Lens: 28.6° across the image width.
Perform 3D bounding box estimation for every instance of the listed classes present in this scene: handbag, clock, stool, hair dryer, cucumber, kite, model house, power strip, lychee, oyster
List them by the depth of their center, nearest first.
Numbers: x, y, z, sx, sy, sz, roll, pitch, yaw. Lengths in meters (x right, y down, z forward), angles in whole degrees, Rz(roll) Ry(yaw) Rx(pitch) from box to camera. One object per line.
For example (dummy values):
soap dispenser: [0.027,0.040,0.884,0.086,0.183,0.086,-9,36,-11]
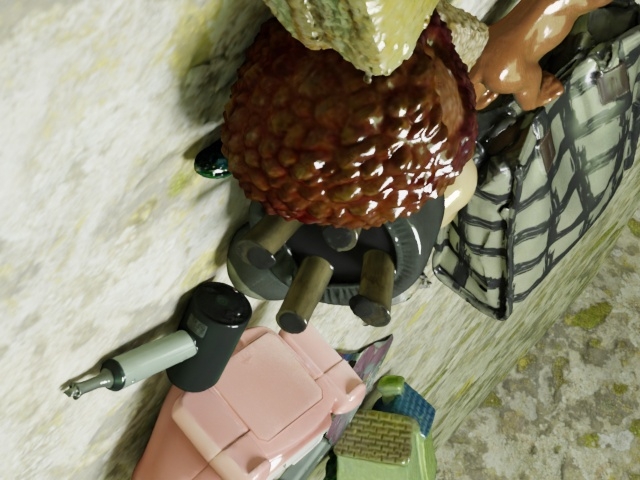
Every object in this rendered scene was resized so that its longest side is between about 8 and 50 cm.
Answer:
lychee: [0.017,-0.090,0.893,0.188,0.188,0.188,-46,163,-18]
cucumber: [-0.053,-0.076,0.970,0.133,0.032,0.032,-36,158,-44]
stool: [0.007,0.006,1.050,0.228,0.153,0.139,-59,-177,45]
hair dryer: [-0.149,0.106,1.095,0.197,0.057,0.100,-19,145,-47]
clock: [-0.104,0.209,1.295,0.227,0.142,0.241,-32,164,-48]
handbag: [0.282,-0.109,1.590,0.325,0.162,0.327,-47,158,-23]
oyster: [0.100,0.061,1.647,0.108,0.053,0.166,-21,166,-9]
kite: [0.033,0.226,1.835,0.204,0.022,0.360,-63,164,3]
power strip: [-0.044,0.381,1.994,0.253,0.027,0.060,-54,163,8]
model house: [0.098,0.334,2.094,0.214,0.195,0.189,-52,147,-58]

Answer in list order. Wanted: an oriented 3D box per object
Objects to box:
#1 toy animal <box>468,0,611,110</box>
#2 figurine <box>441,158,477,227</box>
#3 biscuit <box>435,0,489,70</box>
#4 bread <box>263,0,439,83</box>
toy animal: [0.229,-0.240,1.308,0.312,0.097,0.157,-52,152,12]
figurine: [0.115,-0.064,1.339,0.114,0.108,0.196,-29,175,13]
biscuit: [0.100,-0.172,1.113,0.082,0.070,0.168,-52,167,16]
bread: [0.023,-0.202,0.736,0.138,0.102,0.196,-52,156,-14]
